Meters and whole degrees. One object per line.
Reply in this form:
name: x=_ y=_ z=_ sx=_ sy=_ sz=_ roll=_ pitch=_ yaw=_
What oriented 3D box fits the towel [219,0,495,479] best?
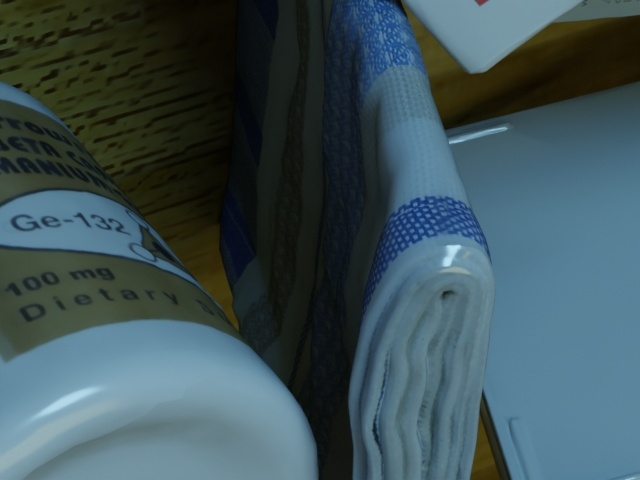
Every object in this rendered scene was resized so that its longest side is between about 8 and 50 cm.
towel: x=0.000 y=0.000 z=0.605 sx=0.034 sy=0.285 sz=0.209 roll=-3 pitch=129 yaw=-10

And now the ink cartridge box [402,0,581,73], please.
ink cartridge box: x=0.035 y=-0.167 z=0.495 sx=0.148 sy=0.086 sz=0.203 roll=-36 pitch=117 yaw=18

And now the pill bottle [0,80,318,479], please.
pill bottle: x=-0.110 y=0.025 z=0.563 sx=0.131 sy=0.229 sz=0.131 roll=-21 pitch=133 yaw=-24

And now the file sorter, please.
file sorter: x=0.200 y=0.048 z=0.796 sx=0.277 sy=0.193 sz=0.173 roll=-14 pitch=139 yaw=-1

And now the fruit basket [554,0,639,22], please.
fruit basket: x=0.233 y=-0.240 z=0.708 sx=0.353 sy=0.165 sz=0.327 roll=-5 pitch=127 yaw=-16
